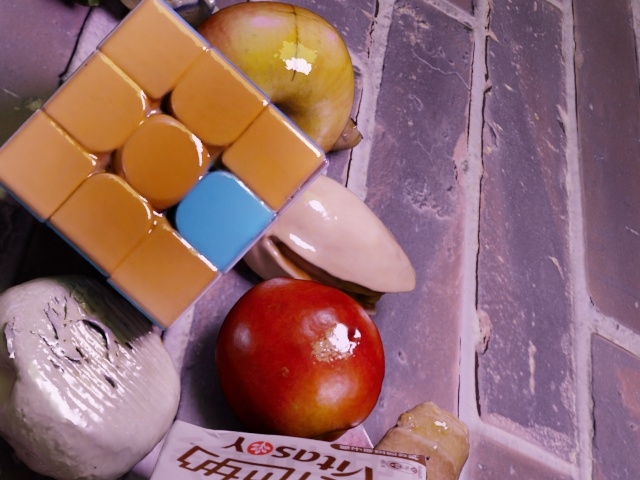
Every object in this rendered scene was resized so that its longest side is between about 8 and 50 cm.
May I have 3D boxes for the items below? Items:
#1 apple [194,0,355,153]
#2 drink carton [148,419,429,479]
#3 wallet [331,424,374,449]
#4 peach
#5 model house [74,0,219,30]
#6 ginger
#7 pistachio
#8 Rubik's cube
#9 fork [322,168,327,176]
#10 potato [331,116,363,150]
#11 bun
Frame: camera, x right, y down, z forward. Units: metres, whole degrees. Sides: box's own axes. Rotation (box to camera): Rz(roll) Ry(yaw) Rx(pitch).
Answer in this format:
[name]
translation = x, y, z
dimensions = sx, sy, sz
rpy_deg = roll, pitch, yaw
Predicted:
[apple]
translation = -0.087, -0.237, 1.769
dimensions = 0.286, 0.286, 0.233
rpy_deg = 22, 26, -25
[drink carton]
translation = -0.036, 0.322, 1.335
dimensions = 0.325, 0.132, 0.194
rpy_deg = 8, 17, 1
[wallet]
translation = 0.004, 0.313, 1.602
dimensions = 0.196, 0.020, 0.103
rpy_deg = -12, 68, -44
[peach]
translation = -0.030, 0.158, 1.536
dimensions = 0.199, 0.243, 0.243
rpy_deg = 1, 57, -56
[model house]
translation = -0.272, -0.476, 1.872
dimensions = 0.266, 0.261, 0.321
rpy_deg = 36, 54, -49
[ginger]
translation = 0.085, 0.353, 1.557
dimensions = 0.354, 0.126, 0.189
rpy_deg = -24, 109, -40
[pistachio]
translation = 0.000, 0.000, 1.723
dimensions = 0.299, 0.187, 0.187
rpy_deg = 35, 43, -24
[Rubik's cube]
translation = -0.205, -0.087, 1.456
dimensions = 0.292, 0.290, 0.291
rpy_deg = 43, 82, -7
[fork]
translation = 0.008, -0.093, 1.926
dimensions = 0.016, 0.012, 0.115
rpy_deg = 6, 55, -27
[potato]
translation = -0.012, -0.229, 1.948
dimensions = 0.200, 0.081, 0.164
rpy_deg = 53, -1, 13
[bun]
translation = -0.299, 0.165, 1.372
dimensions = 0.273, 0.168, 0.273
rpy_deg = 34, 36, -29
